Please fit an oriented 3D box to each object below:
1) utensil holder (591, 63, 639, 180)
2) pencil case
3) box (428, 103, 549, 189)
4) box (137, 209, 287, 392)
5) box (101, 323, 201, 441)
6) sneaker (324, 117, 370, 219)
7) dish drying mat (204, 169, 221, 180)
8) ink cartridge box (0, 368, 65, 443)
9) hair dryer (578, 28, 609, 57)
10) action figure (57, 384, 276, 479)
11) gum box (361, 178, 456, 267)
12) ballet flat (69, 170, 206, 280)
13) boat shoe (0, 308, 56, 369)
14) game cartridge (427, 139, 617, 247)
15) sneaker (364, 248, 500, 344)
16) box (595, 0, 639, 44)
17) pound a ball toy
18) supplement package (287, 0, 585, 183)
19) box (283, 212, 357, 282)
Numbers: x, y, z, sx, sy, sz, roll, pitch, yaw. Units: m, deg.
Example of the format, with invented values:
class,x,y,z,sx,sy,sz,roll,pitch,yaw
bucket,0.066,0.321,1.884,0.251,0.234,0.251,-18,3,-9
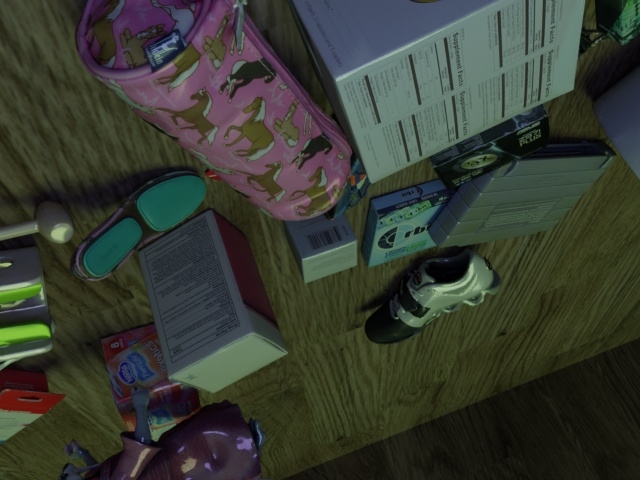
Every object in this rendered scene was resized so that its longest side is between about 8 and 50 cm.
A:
class,x,y,z,sx,sy,sz,roll,pitch,yaw
utensil holder,0.685,-0.222,1.056,0.385,0.328,0.327,-39,147,28
pencil case,-0.096,-0.156,0.780,0.160,0.167,0.386,-58,149,-6
box,0.256,-0.163,1.043,0.180,0.078,0.147,-24,164,14
box,-0.171,0.096,1.053,0.148,0.232,0.127,-29,149,10
box,-0.333,0.299,1.360,0.154,0.142,0.300,-16,149,-14
sneaker,0.048,-0.123,1.028,0.087,0.083,0.221,-25,159,-25
dish drying mat,-0.129,-0.116,0.967,0.083,0.008,0.032,-37,147,23
ink cartridge box,-0.602,0.304,1.243,0.231,0.078,0.134,-34,149,19
hair dryer,0.310,-0.278,0.941,0.293,0.080,0.224,-22,151,-3
action figure,-0.295,0.410,1.174,0.370,0.276,0.248,-15,157,-41
gum box,0.163,-0.031,1.276,0.156,0.041,0.184,-17,151,-13
ballet flat,-0.258,-0.027,0.927,0.221,0.079,0.077,-45,122,-29
boat shoe,-0.528,0.178,1.020,0.254,0.095,0.079,-37,138,-23
game cartridge,0.386,-0.091,1.286,0.355,0.068,0.230,-7,147,-37
sneaker,0.223,0.113,1.503,0.330,0.122,0.146,-31,132,15
box,0.411,-0.409,0.759,0.232,0.058,0.322,-41,145,2
pound a ball toy,-0.492,0.053,0.896,0.319,0.136,0.208,-10,122,-23
supplement package,0.120,-0.239,0.748,0.262,0.199,0.198,-25,150,3
box,0.000,0.000,1.151,0.101,0.102,0.087,-19,148,-9
